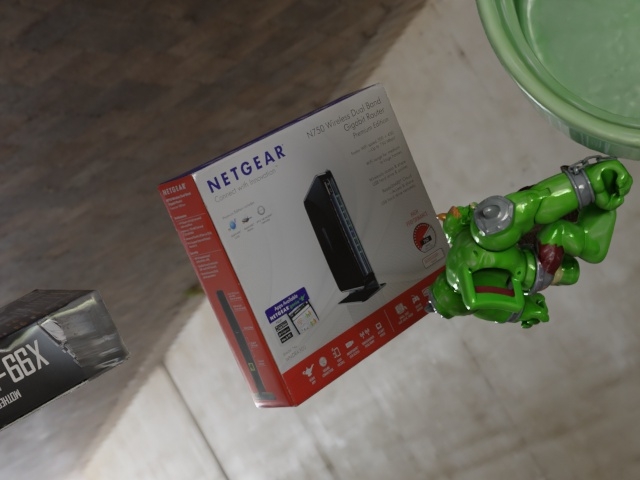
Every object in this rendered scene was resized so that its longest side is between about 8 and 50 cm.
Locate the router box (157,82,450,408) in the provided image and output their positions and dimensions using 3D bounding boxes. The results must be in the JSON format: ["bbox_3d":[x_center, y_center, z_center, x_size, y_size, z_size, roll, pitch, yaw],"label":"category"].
[{"bbox_3d":[0.000,0.000,1.427,0.335,0.301,0.082,-31,-168,-37],"label":"router box"}]

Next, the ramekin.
[{"bbox_3d":[0.279,-0.208,0.927,0.303,0.303,0.148,-32,168,6],"label":"ramekin"}]

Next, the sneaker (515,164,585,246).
[{"bbox_3d":[0.215,-0.014,1.184,0.188,0.071,0.066,-31,128,-15],"label":"sneaker"}]

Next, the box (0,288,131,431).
[{"bbox_3d":[-0.343,0.134,1.119,0.242,0.077,0.307,-29,-171,-23],"label":"box"}]

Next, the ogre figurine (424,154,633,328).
[{"bbox_3d":[0.155,0.010,0.885,0.118,0.097,0.197,-5,165,-21],"label":"ogre figurine"}]
